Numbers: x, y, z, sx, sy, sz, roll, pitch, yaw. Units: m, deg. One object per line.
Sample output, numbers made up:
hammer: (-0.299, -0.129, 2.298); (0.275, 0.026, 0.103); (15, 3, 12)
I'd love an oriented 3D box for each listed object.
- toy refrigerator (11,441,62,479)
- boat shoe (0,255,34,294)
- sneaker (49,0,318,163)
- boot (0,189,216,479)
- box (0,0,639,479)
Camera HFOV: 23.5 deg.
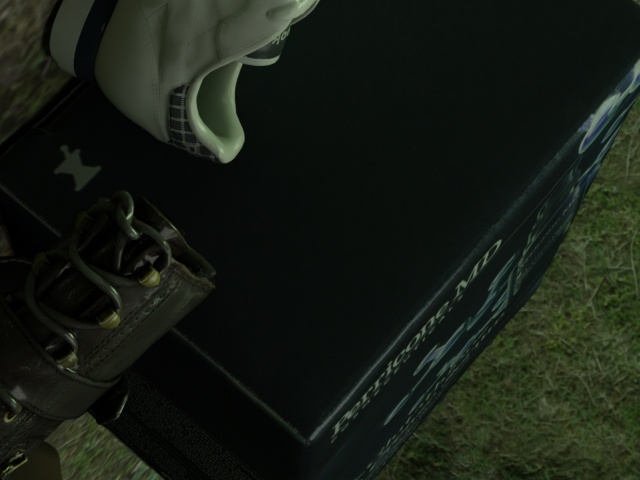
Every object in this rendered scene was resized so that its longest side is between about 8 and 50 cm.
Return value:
toy refrigerator: (-0.180, 0.191, 0.764); (0.102, 0.094, 0.269); (-53, -157, 10)
boat shoe: (-0.190, 0.054, 0.699); (0.206, 0.075, 0.065); (-33, 161, -43)
sneaker: (-0.029, -0.144, 0.663); (0.090, 0.095, 0.235); (-33, 157, -54)
boot: (-0.144, 0.065, 0.577); (0.229, 0.091, 0.263); (-44, 174, 5)
box: (0.000, 0.000, 0.927); (0.293, 0.212, 0.395); (-47, 167, -18)
